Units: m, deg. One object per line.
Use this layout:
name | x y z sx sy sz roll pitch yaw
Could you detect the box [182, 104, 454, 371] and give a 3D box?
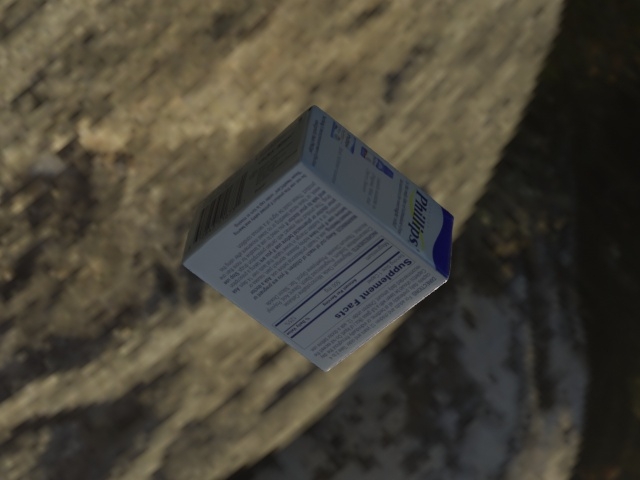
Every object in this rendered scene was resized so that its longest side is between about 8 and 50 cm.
box | 0.000 0.000 1.356 0.137 0.072 0.126 39 123 -20
